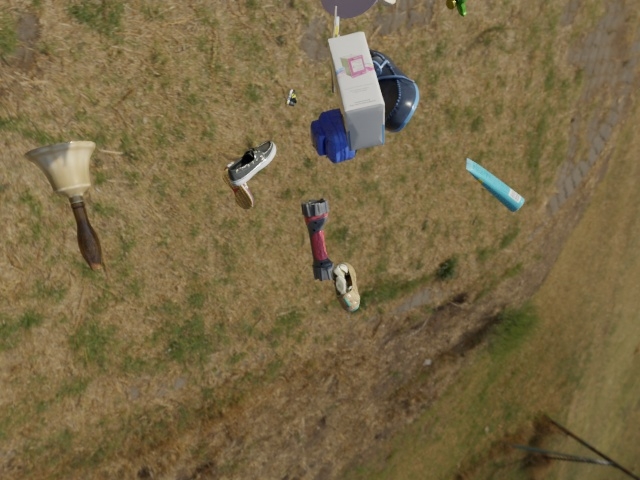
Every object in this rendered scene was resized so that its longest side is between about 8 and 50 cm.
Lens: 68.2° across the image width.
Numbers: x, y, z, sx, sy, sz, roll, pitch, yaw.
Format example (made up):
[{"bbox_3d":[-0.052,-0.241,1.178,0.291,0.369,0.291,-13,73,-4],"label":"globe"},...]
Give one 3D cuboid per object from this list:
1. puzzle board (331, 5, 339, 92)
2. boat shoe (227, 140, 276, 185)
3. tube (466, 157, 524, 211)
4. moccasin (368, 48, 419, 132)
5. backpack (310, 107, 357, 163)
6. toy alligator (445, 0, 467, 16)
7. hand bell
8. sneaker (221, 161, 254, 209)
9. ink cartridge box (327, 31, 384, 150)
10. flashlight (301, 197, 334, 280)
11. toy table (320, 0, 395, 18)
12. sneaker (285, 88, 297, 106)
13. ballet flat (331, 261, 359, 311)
[{"bbox_3d":[0.029,-0.359,0.899,0.128,0.011,0.097,84,11,-72],"label":"puzzle board"},{"bbox_3d":[-0.145,-0.173,1.009,0.142,0.049,0.040,-52,146,-30],"label":"boat shoe"},{"bbox_3d":[0.515,-0.167,1.413,0.207,0.080,0.052,37,120,-8],"label":"tube"},{"bbox_3d":[0.121,-0.350,1.082,0.116,0.342,0.138,26,116,-24],"label":"moccasin"},{"bbox_3d":[0.034,-0.247,1.163,0.101,0.120,0.098,-21,143,-8],"label":"backpack"},{"bbox_3d":[0.338,-0.677,1.238,0.056,0.051,0.190,-43,106,-13],"label":"toy alligator"},{"bbox_3d":[-0.472,-0.060,0.923,0.126,0.126,0.242,-17,97,-33],"label":"hand bell"},{"bbox_3d":[-0.294,-0.203,1.749,0.084,0.069,0.186,-79,151,-48],"label":"sneaker"},{"bbox_3d":[0.047,-0.195,0.624,0.052,0.123,0.088,-11,156,3],"label":"ink cartridge box"},{"bbox_3d":[0.000,0.000,1.761,0.103,0.103,0.304,-53,135,-69],"label":"flashlight"},{"bbox_3d":[0.135,-0.840,1.509,0.161,0.274,0.252,-50,126,-28],"label":"toy table"},{"bbox_3d":[-0.094,-0.472,1.579,0.035,0.031,0.083,24,50,-12],"label":"sneaker"},{"bbox_3d":[0.065,0.111,1.331,0.073,0.206,0.067,-32,123,8],"label":"ballet flat"}]
